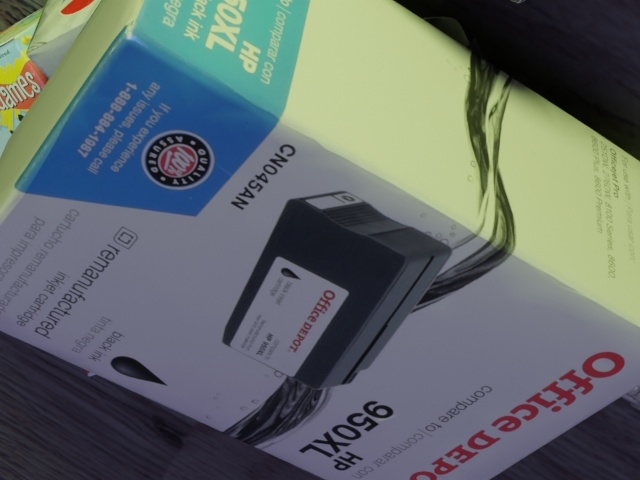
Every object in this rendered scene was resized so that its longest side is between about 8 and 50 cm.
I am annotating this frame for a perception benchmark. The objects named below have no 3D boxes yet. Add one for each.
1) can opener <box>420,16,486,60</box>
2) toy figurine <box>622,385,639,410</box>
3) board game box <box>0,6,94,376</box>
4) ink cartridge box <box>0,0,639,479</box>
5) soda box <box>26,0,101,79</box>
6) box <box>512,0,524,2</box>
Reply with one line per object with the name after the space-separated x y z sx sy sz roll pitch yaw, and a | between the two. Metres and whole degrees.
0.122 -0.038 0.891 0.076 0.095 0.283 -18 112 30 | can opener
0.304 0.038 0.800 0.148 0.209 0.213 28 124 -10 | toy figurine
-0.188 -0.050 0.973 0.142 0.144 0.275 -21 112 30 | board game box
0.000 0.000 0.778 0.395 0.166 0.285 28 134 -20 | ink cartridge box
-0.088 -0.084 0.893 0.098 0.091 0.286 -21 128 23 | soda box
0.050 -0.369 0.662 0.312 0.179 0.343 24 126 4 | box
